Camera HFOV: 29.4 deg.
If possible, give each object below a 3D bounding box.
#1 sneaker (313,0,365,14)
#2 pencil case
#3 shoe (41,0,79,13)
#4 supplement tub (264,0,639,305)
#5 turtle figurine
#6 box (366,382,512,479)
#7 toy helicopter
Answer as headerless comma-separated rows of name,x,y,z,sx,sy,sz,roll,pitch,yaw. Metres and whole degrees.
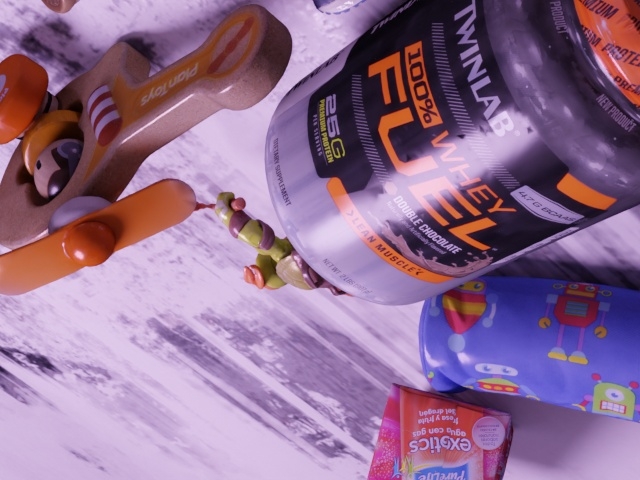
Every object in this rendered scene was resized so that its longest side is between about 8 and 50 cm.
sneaker,0.037,-0.220,0.906,0.135,0.052,0.058,-30,109,38
pencil case,0.241,0.105,1.131,0.306,0.119,0.133,6,132,21
shoe,-0.228,-0.285,0.957,0.076,0.058,0.219,34,151,42
supplement tub,0.131,-0.094,0.873,0.207,0.207,0.338,38,140,-19
turtle figurine,0.000,0.000,1.114,0.217,0.087,0.269,-26,141,37
box,0.126,0.233,1.258,0.123,0.128,0.257,13,171,12
toy helicopter,-0.164,-0.083,1.023,0.355,0.235,0.140,-25,135,36
